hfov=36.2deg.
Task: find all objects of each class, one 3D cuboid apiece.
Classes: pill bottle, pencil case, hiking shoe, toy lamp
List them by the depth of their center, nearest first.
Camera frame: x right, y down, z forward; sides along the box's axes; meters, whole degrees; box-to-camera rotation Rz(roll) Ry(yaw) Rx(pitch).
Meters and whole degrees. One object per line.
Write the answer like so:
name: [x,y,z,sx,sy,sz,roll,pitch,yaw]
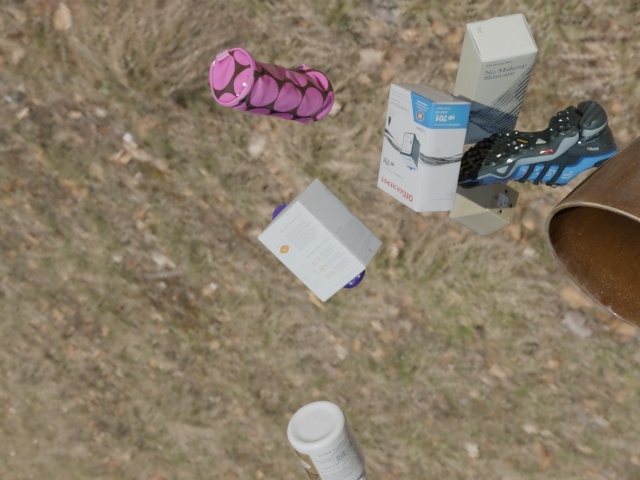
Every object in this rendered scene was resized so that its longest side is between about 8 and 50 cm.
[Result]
pencil case: [-0.074,-0.232,1.459,0.095,0.098,0.209,-19,168,32]
hiking shoe: [0.386,-0.134,1.765,0.304,0.113,0.132,-18,123,31]
toy lamp: [-0.004,0.009,2.082,0.080,0.080,0.275,25,170,45]
pill bottle: [0.024,0.467,2.128,0.131,0.131,0.229,25,148,46]

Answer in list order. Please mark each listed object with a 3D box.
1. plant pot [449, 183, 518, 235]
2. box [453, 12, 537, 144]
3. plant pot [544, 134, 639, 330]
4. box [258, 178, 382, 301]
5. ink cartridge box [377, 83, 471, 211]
plant pot: [0.357,-0.080,2.085,0.109,0.109,0.096,26,164,-32]
box: [0.324,-0.300,1.859,0.275,0.113,0.094,86,170,-63]
plant pot: [0.388,-0.045,1.020,0.215,0.230,0.215,37,163,13]
box: [0.000,0.000,1.759,0.170,0.091,0.130,45,130,-5]
ink cartridge box: [0.174,-0.160,1.673,0.082,0.190,0.139,-3,-157,-28]
